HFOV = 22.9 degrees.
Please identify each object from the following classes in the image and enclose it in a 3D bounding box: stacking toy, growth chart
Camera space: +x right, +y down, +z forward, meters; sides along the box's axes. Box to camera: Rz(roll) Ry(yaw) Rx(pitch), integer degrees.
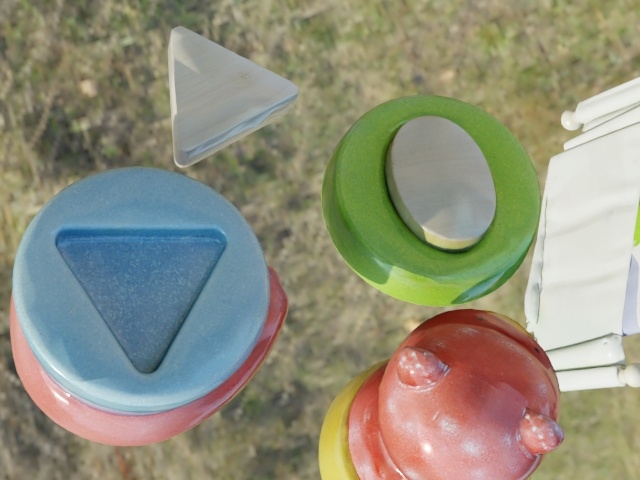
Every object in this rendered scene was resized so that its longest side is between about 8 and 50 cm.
[{"bbox_3d":[0.000,0.000,0.855,0.309,0.279,0.130,18,154,-3],"label":"stacking toy"},{"bbox_3d":[0.195,-0.006,1.077,0.021,0.237,0.172,19,168,-27],"label":"growth chart"}]
